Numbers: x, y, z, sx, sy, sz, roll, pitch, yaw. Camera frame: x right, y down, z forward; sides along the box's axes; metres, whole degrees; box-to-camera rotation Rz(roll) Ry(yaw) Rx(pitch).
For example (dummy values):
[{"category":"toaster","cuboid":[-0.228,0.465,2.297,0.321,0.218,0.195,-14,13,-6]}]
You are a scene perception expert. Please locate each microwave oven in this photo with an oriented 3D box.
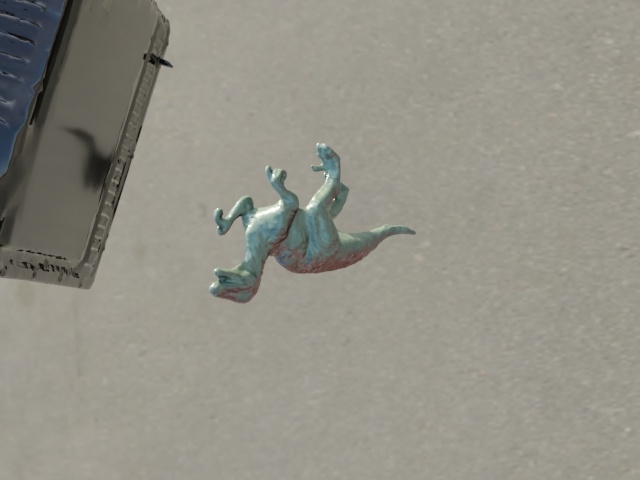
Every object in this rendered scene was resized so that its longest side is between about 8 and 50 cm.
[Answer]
[{"category":"microwave oven","cuboid":[-0.193,-0.085,0.651,0.247,0.188,0.178,62,-132,-85]}]

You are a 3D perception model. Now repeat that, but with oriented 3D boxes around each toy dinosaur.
[{"category":"toy dinosaur","cuboid":[0.000,0.000,1.242,0.053,0.242,0.167,-3,72,43]}]
